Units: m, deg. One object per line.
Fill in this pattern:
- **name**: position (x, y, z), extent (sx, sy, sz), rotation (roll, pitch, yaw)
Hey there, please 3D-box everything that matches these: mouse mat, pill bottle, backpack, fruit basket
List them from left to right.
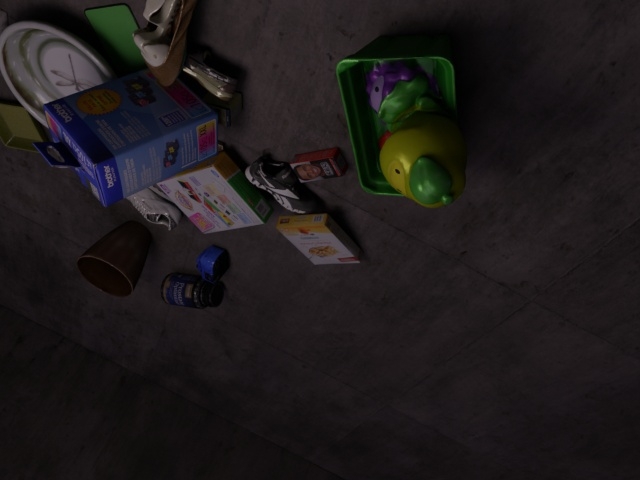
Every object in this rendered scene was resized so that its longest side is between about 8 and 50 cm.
- **mouse mat**: position (-0.518, -0.523, 1.609), extent (0.152, 0.007, 0.190), rotation (4, 136, 25)
- **pill bottle**: position (-0.482, 0.193, 2.326), extent (0.219, 0.123, 0.123), rotation (5, 138, 24)
- **backpack**: position (-0.383, 0.078, 2.159), extent (0.101, 0.098, 0.120), rotation (22, 143, 9)
- **fruit basket**: position (0.185, -0.211, 1.298), extent (0.282, 0.392, 0.392), rotation (6, 138, 22)

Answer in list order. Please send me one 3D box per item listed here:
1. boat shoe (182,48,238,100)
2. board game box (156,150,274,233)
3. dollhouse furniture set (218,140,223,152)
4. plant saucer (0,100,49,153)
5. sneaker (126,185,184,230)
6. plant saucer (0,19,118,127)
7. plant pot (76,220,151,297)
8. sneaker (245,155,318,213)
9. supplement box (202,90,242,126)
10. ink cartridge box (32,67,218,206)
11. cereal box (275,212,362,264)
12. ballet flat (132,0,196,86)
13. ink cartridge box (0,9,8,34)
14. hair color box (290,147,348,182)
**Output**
- **boat shoe**: position (-0.296, -0.440, 1.535), extent (0.223, 0.080, 0.073), rotation (39, 112, 2)
- **board game box**: position (-0.326, -0.136, 1.872), extent (0.316, 0.064, 0.242), rotation (-6, 133, 45)
- **dollhouse furniture set**: position (-0.337, -0.274, 1.736), extent (0.114, 0.081, 0.091), rotation (19, 142, 8)
- **plant saucer**: position (-0.979, -0.377, 1.998), extent (0.188, 0.045, 0.189), rotation (12, 140, 17)
- **sneaker**: position (-0.567, -0.119, 2.034), extent (0.234, 0.095, 0.090), rotation (26, 144, 2)
- **plant saucer**: position (-0.694, -0.445, 1.719), extent (0.400, 0.101, 0.401), rotation (15, 141, 12)
- **plant pot**: position (-0.707, 0.046, 2.190), extent (0.215, 0.231, 0.215), rotation (14, 141, 12)
- **sneaker**: position (-0.099, -0.160, 1.742), extent (0.234, 0.078, 0.106), rotation (33, 144, -7)
- **supplement box**: position (-0.256, -0.350, 1.602), extent (0.083, 0.083, 0.056), rotation (18, 141, 9)
- **ink cartridge box**: position (-0.487, -0.258, 1.522), extent (0.270, 0.395, 0.151), rotation (43, 149, 27)
- **cereal box**: position (0.000, 0.000, 1.852), extent (0.172, 0.048, 0.240), rotation (-3, 149, 32)
- **ballet flat**: position (-0.354, -0.494, 1.396), extent (0.116, 0.124, 0.342), rotation (44, 129, 11)
- **ink cartridge box**: position (-0.991, -0.539, 1.665), extent (0.171, 0.233, 0.168), rotation (29, 140, -5)
- **hair color box**: position (-0.004, -0.203, 1.668), extent (0.141, 0.043, 0.072), rotation (-5, 134, 34)
